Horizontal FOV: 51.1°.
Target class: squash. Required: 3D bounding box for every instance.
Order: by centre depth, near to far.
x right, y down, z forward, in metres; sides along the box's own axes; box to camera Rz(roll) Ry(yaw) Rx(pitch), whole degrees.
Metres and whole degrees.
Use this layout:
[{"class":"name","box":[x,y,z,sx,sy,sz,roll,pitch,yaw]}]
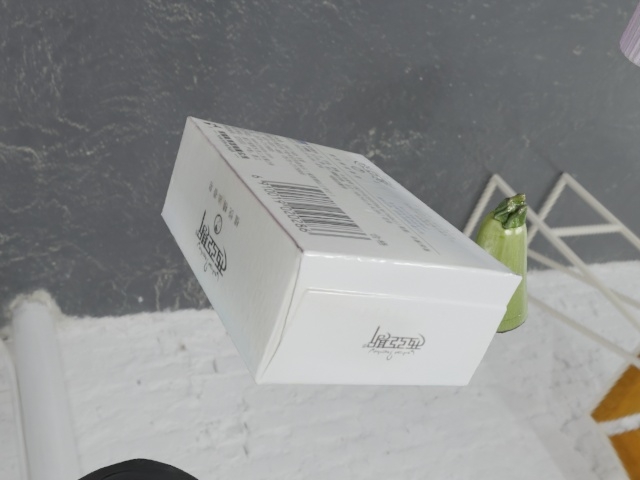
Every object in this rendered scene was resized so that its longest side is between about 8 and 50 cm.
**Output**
[{"class":"squash","box":[0.245,0.024,0.897,0.094,0.094,0.224,-19,134,-16]}]

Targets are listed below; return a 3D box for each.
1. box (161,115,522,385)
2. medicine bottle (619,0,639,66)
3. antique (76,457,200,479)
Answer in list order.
[{"class":"box","box":[-0.001,0.002,0.589,0.203,0.274,0.116,7,114,-32]},{"class":"medicine bottle","box":[0.328,-0.239,0.558,0.084,0.083,0.203,-11,144,-23]},{"class":"antique","box":[-0.125,0.325,0.525,0.255,0.322,0.185,-51,157,-9]}]
